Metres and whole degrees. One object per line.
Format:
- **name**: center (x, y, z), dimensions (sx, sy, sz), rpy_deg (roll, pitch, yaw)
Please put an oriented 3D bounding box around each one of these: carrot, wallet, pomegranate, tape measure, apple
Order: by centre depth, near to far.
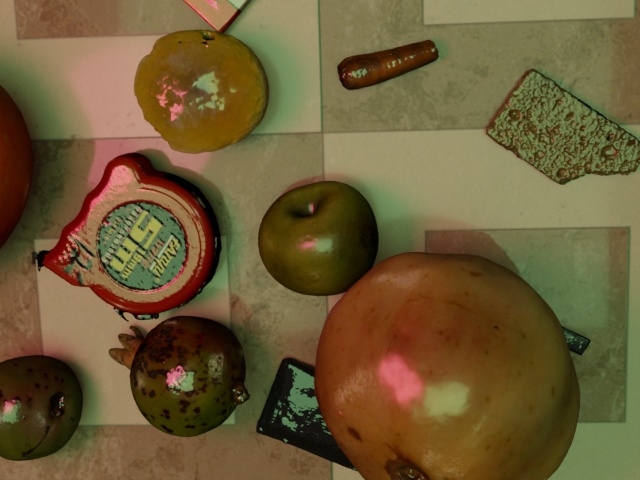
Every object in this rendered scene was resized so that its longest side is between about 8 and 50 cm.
- **pomegranate**: center (0.183, 0.197, 1.370), dimensions (0.411, 0.411, 0.412), rpy_deg (1, 99, 3)
- **apple**: center (0.000, 0.000, 1.437), dimensions (0.196, 0.196, 0.157), rpy_deg (-13, 122, 5)
- **carrot**: center (0.106, -0.281, 1.453), dimensions (0.161, 0.055, 0.055), rpy_deg (-16, 98, -1)
- **tape measure**: center (-0.293, 0.003, 1.491), dimensions (0.260, 0.114, 0.253), rpy_deg (35, 99, -6)
- **pomegranate**: center (-0.226, 0.206, 1.496), dimensions (0.198, 0.246, 0.198), rpy_deg (-15, 120, -27)
- **pomegranate**: center (-0.494, 0.278, 1.532), dimensions (0.179, 0.210, 0.180), rpy_deg (3, 84, -28)
- **wallet**: center (0.043, 0.313, 1.561), dimensions (0.285, 0.030, 0.146), rpy_deg (21, 96, 1)

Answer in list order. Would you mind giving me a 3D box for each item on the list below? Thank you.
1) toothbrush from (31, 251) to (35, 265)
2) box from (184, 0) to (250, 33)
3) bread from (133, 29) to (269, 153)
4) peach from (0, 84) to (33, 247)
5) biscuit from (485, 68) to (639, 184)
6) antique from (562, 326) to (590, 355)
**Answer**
- **toothbrush**: center (-0.476, 0.032, 1.516), dimensions (0.006, 0.097, 0.008), rpy_deg (-16, 105, -14)
- **box**: center (-0.146, -0.418, 1.448), dimensions (0.100, 0.048, 0.152), rpy_deg (43, 101, -2)
- **bread**: center (-0.176, -0.233, 1.414), dimensions (0.197, 0.170, 0.197), rpy_deg (1, 100, 5)
- **peach**: center (-0.613, -0.100, 1.379), dimensions (0.369, 0.370, 0.370), rpy_deg (1, 99, 3)
- **biscuit**: center (0.395, -0.160, 1.465), dimensions (0.236, 0.026, 0.131), rpy_deg (33, 101, -3)
- **antique**: center (0.357, 0.140, 1.520), dimensions (0.192, 0.015, 0.031), rpy_deg (24, 100, 0)
